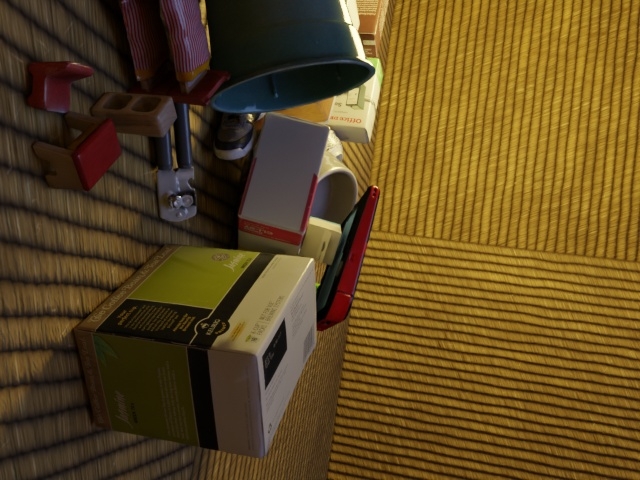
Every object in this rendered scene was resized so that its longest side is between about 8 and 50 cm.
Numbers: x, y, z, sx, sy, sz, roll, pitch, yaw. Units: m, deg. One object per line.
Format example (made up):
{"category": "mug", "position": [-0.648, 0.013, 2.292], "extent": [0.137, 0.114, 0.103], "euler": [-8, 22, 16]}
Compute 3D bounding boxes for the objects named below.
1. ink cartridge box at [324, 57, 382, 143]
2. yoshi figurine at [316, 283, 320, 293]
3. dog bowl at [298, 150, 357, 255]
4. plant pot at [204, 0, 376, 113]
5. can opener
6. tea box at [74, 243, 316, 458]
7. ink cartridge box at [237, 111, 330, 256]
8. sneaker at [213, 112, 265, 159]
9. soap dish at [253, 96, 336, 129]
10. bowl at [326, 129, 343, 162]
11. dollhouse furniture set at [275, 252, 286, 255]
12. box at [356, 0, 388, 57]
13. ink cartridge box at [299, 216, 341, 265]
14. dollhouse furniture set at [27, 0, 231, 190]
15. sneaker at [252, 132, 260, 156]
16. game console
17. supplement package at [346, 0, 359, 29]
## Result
{"category": "ink cartridge box", "position": [0.099, -0.518, 2.327], "extent": [0.121, 0.211, 0.289], "euler": [60, 39, -70]}
{"category": "yoshi figurine", "position": [-0.097, 0.188, 1.971], "extent": [0.203, 0.204, 0.362], "euler": [-65, 166, -8]}
{"category": "dog bowl", "position": [-0.017, -0.102, 1.971], "extent": [0.349, 0.102, 0.348], "euler": [-34, 140, -34]}
{"category": "plant pot", "position": [-0.091, -0.463, 1.275], "extent": [0.341, 0.341, 0.334], "euler": [-16, 94, -76]}
{"category": "can opener", "position": [-0.288, -0.167, 1.229], "extent": [0.093, 0.074, 0.280], "euler": [-127, -147, -56]}
{"category": "tea box", "position": [-0.204, 0.180, 1.164], "extent": [0.329, 0.324, 0.219], "euler": [-58, 151, -60]}
{"category": "ink cartridge box", "position": [-0.104, -0.100, 1.593], "extent": [0.384, 0.161, 0.279], "euler": [112, -10, -71]}
{"category": "sneaker", "position": [-0.195, -0.311, 1.454], "extent": [0.268, 0.101, 0.153], "euler": [-76, 164, -45]}
{"category": "soap dish", "position": [-0.063, -0.435, 1.695], "extent": [0.118, 0.229, 0.290], "euler": [50, 46, -50]}
{"category": "bowl", "position": [0.028, -0.301, 2.264], "extent": [0.170, 0.080, 0.170], "euler": [-41, 157, -22]}
{"category": "dollhouse furniture set", "position": [-0.185, 0.156, 1.625], "extent": [0.303, 0.287, 0.198], "euler": [-177, -109, -82]}
{"category": "box", "position": [0.152, -0.888, 2.406], "extent": [0.143, 0.191, 0.381], "euler": [71, 30, -62]}
{"category": "ink cartridge box", "position": [0.000, 0.000, 1.669], "extent": [0.143, 0.090, 0.092], "euler": [-88, -165, -80]}
{"category": "dollhouse furniture set", "position": [-0.283, -0.260, 0.971], "extent": [0.374, 0.152, 0.201], "euler": [-69, 161, -45]}
{"category": "sneaker", "position": [-0.074, -0.333, 1.779], "extent": [0.104, 0.147, 0.295], "euler": [56, 44, -49]}
{"category": "game console", "position": [0.052, 0.060, 1.649], "extent": [0.386, 0.060, 0.341], "euler": [127, -21, -75]}
{"category": "supplement package", "position": [0.027, -0.680, 2.086], "extent": [0.204, 0.145, 0.261], "euler": [66, 33, -66]}
